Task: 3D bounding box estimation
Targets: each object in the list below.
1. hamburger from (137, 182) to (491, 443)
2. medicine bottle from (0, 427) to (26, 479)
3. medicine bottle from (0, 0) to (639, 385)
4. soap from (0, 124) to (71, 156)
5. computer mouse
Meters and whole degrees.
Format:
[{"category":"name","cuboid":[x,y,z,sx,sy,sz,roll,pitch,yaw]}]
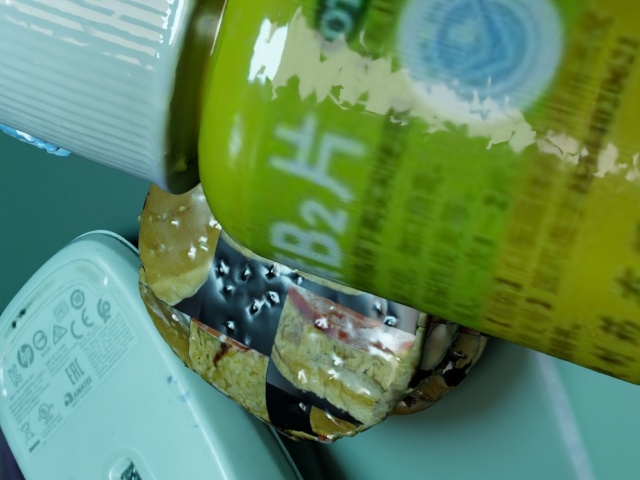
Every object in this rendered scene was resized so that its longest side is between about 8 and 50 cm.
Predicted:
[{"category":"hamburger","cuboid":[0.000,0.000,1.074,0.231,0.107,0.231,8,105,32]},{"category":"medicine bottle","cuboid":[-0.344,0.162,1.202,0.212,0.325,0.212,8,105,34]},{"category":"medicine bottle","cuboid":[0.036,-0.088,0.900,0.384,0.224,0.224,20,111,8]},{"category":"soap","cuboid":[-0.182,-0.198,1.139,0.156,0.077,0.293,27,129,26]},{"category":"computer mouse","cuboid":[-0.097,0.132,1.174,0.159,0.097,0.288,-48,60,26]}]
